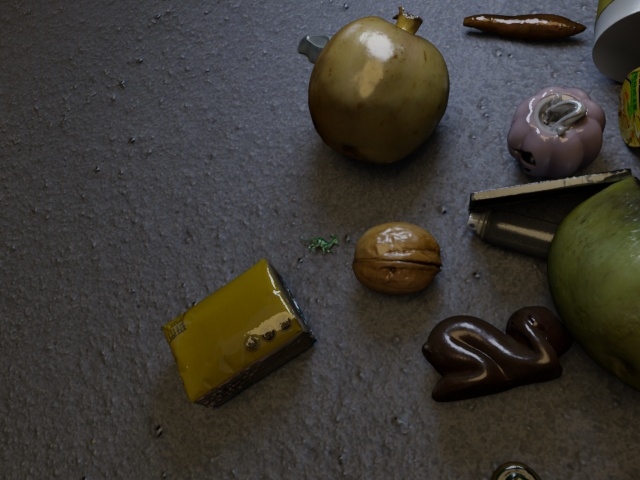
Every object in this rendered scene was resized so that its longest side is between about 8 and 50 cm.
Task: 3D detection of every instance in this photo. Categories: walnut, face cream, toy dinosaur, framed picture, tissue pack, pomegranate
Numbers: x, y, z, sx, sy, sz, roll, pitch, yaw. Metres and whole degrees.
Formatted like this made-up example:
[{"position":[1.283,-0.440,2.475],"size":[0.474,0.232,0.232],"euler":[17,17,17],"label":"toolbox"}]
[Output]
[{"position":[0.151,0.035,1.003],"size":[0.180,0.144,0.144],"euler":[7,72,15],"label":"walnut"},{"position":[0.423,-0.002,0.964],"size":[0.283,0.073,0.073],"euler":[18,76,22],"label":"face cream"},{"position":[0.000,0.000,1.128],"size":[0.062,0.021,0.083],"euler":[-37,67,-7],"label":"toy dinosaur"},{"position":[0.408,-0.086,0.943],"size":[0.259,0.189,0.023],"euler":[-8,85,16],"label":"framed picture"},{"position":[-0.168,0.190,1.044],"size":[0.271,0.134,0.192],"euler":[-34,63,2],"label":"tissue pack"},{"position":[0.654,-0.441,0.981],"size":[0.218,0.218,0.179],"euler":[9,72,21],"label":"face cream"},{"position":[0.121,-0.325,1.069],"size":[0.319,0.319,0.319],"euler":[-6,68,15],"label":"pomegranate"}]

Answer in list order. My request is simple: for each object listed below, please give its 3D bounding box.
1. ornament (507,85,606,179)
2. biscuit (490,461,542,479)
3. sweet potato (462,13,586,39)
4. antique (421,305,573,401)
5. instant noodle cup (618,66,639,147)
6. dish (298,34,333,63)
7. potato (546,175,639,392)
[{"position":[0.456,-0.212,0.987],"size":[0.177,0.177,0.178],"euler":[-6,68,15],"label":"ornament"},{"position":[0.307,0.509,0.812],"size":[0.343,0.057,0.287],"euler":[14,75,22],"label":"biscuit"},{"position":[0.457,-0.485,1.153],"size":[0.264,0.057,0.057],"euler":[13,74,25],"label":"sweet potato"},{"position":[0.313,0.192,0.904],"size":[0.256,0.121,0.143],"euler":[-18,56,18],"label":"antique"},{"position":[0.654,-0.252,0.957],"size":[0.122,0.151,0.151],"euler":[0,69,7],"label":"instant noodle cup"},{"position":[-0.005,-0.507,1.316],"size":[0.137,0.039,0.091],"euler":[30,81,24],"label":"dish"},{"position":[0.462,0.118,0.766],"size":[0.212,0.280,0.330],"euler":[-30,94,32],"label":"potato"}]
